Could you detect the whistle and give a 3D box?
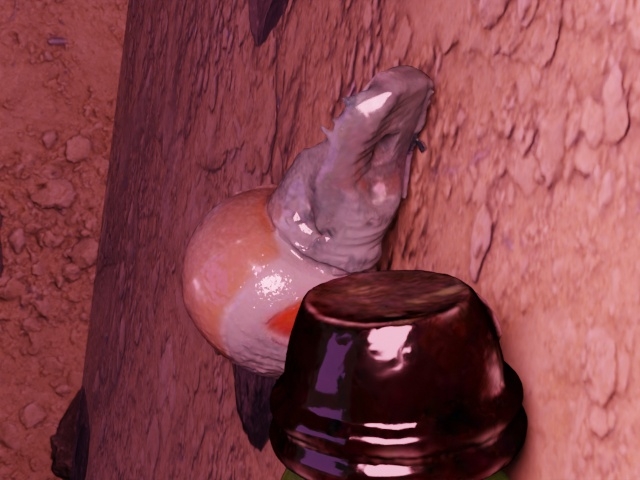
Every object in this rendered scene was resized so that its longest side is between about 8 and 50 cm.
[{"bbox_3d":[0.000,0.000,1.223,0.348,0.189,0.189,-54,33,34],"label":"whistle"}]

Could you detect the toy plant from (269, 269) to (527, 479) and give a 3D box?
[{"bbox_3d":[0.050,0.145,0.988,0.218,0.175,0.235,14,115,48],"label":"toy plant"}]
